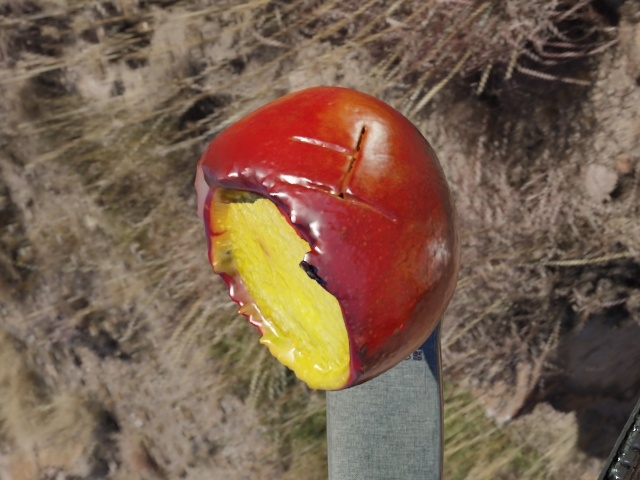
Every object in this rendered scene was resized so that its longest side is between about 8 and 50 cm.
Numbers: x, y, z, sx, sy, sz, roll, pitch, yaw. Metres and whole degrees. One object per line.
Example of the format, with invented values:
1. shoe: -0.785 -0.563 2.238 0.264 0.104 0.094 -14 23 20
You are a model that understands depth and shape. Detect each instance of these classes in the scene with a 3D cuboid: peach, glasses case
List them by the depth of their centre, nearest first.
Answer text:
1. peach: 0.000 0.000 0.706 0.190 0.196 0.226 -24 45 34
2. glasses case: 0.072 0.199 1.050 0.131 0.074 0.323 0 101 6

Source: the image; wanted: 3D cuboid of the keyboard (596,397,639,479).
1. keyboard: 0.209 0.137 0.611 0.023 0.231 0.072 11 142 43
